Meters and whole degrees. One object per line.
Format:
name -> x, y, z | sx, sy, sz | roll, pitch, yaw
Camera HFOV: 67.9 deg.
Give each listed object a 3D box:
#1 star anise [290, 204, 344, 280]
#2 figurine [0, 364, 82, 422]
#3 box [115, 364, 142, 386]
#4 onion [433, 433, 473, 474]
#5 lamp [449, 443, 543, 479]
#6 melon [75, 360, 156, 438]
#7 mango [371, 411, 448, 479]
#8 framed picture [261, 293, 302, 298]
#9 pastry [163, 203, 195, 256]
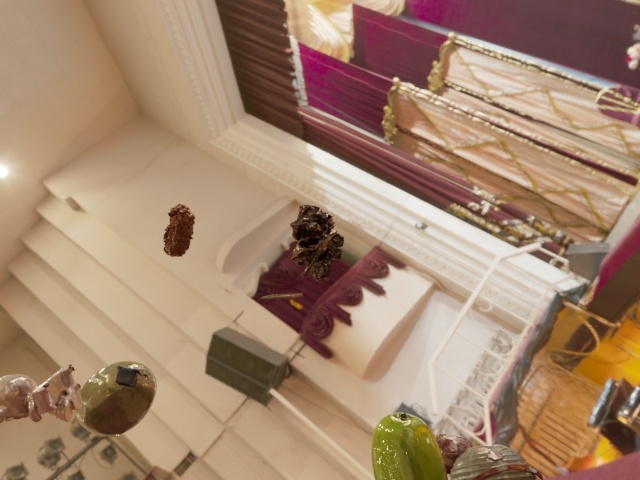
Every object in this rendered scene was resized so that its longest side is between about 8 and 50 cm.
star anise -> 0.000, 0.000, 1.379 | 0.190, 0.126, 0.220 | 14, -118, -63
figurine -> -0.778, 0.411, 1.242 | 0.182, 0.257, 0.144 | -89, -10, -59
box -> -0.640, 0.452, 1.577 | 0.099, 0.074, 0.054 | 120, 164, -63
onion -> 0.442, 0.773, 1.675 | 0.206, 0.151, 0.098 | -24, 5, 28
lamp -> 0.537, 0.754, 1.468 | 0.265, 0.233, 0.233 | -12, -34, -1
melon -> -0.760, 0.589, 1.779 | 0.308, 0.272, 0.272 | -36, -30, -14
mango -> 0.221, 0.591, 1.138 | 0.156, 0.343, 0.192 | -2, -23, -26
framed picture -> -0.100, 0.144, 1.233 | 0.066, 0.089, 0.006 | 0, -94, -67
pastry -> -0.420, -0.025, 1.437 | 0.087, 0.063, 0.169 | -14, -55, -56
